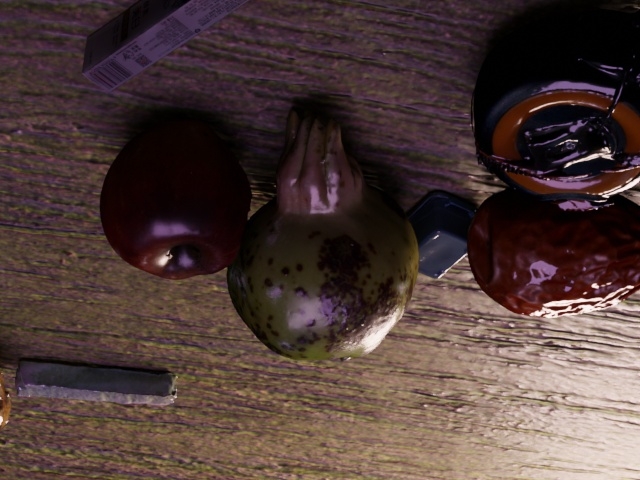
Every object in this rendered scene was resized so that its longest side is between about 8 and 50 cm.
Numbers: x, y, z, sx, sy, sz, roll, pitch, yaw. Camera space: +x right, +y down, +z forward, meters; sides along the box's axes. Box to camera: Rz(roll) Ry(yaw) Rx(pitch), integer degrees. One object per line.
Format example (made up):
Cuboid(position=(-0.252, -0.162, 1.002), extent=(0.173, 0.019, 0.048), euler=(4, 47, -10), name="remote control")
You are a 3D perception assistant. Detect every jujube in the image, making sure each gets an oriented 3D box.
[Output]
Cuboid(position=(0.284, 0.007, 1.919), extent=(0.236, 0.168, 0.168), euler=(-3, 143, -19), name="jujube")

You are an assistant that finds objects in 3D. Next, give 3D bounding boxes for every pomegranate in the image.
Cuboid(position=(0.017, 0.001, 1.878), extent=(0.204, 0.222, 0.276), euler=(22, 116, -6), name="pomegranate")

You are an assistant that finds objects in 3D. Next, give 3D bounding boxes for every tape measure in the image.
Cuboid(position=(0.264, -0.132, 1.751), extent=(0.223, 0.135, 0.202), euler=(-17, 134, 22), name="tape measure")

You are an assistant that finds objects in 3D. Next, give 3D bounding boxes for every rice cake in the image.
Cuboid(position=(-0.292, 0.187, 2.234), extent=(0.211, 0.043, 0.034), euler=(6, 147, -5), name="rice cake")

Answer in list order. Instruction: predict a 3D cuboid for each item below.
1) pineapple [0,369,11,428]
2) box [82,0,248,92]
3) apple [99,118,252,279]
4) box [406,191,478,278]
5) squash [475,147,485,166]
Cuboid(position=(-0.499, 0.140, 2.119), extent=(0.158, 0.157, 0.278), euler=(-13, 127, 17), name="pineapple")
Cuboid(position=(-0.152, -0.224, 1.722), extent=(0.218, 0.055, 0.039), euler=(-29, 133, 31), name="box")
Cuboid(position=(-0.157, -0.050, 1.854), extent=(0.156, 0.158, 0.147), euler=(-18, 151, 21), name="apple")
Cuboid(position=(0.135, -0.003, 1.981), extent=(0.074, 0.054, 0.099), euler=(24, 136, -22), name="box")
Cuboid(position=(0.260, -0.090, 1.874), extent=(0.183, 0.052, 0.052), euler=(0, 140, -1), name="squash")
